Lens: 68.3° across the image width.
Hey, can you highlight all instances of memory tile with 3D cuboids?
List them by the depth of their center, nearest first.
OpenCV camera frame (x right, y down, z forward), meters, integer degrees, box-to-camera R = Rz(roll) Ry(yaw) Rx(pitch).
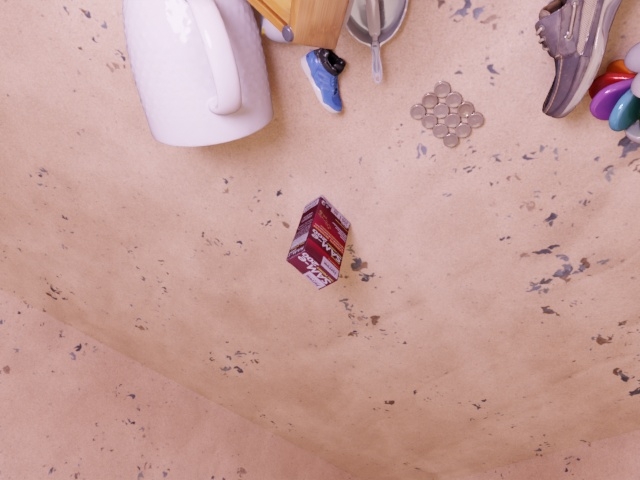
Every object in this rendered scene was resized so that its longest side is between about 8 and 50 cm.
[{"bbox_3d":[0.294,-0.292,1.097,0.148,0.012,0.113,36,130,-16],"label":"memory tile"}]

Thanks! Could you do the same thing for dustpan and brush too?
[{"bbox_3d":[0.114,-0.438,0.979,0.147,0.060,0.211,0,131,15],"label":"dustpan and brush"}]

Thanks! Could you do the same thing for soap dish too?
[{"bbox_3d":[-0.066,-0.459,0.705,0.291,0.118,0.229,47,152,14],"label":"soap dish"}]

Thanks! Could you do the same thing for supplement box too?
[{"bbox_3d":[0.000,0.000,1.279,0.073,0.239,0.130,-30,118,34],"label":"supplement box"}]

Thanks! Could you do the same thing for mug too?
[{"bbox_3d":[-0.236,-0.376,0.930,0.276,0.374,0.328,-19,125,-17],"label":"mug"}]

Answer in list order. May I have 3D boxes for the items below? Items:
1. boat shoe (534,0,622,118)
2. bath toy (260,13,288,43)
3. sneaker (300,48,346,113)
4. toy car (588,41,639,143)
[{"bbox_3d":[0.472,-0.411,0.883,0.130,0.132,0.355,15,125,14],"label":"boat shoe"},{"bbox_3d":[-0.025,-0.497,0.871,0.129,0.151,0.348,2,161,-17],"label":"bath toy"},{"bbox_3d":[0.027,-0.365,1.069,0.084,0.058,0.152,-14,120,36],"label":"sneaker"},{"bbox_3d":[0.599,-0.282,0.917,0.136,0.182,0.159,-3,145,23],"label":"toy car"}]
